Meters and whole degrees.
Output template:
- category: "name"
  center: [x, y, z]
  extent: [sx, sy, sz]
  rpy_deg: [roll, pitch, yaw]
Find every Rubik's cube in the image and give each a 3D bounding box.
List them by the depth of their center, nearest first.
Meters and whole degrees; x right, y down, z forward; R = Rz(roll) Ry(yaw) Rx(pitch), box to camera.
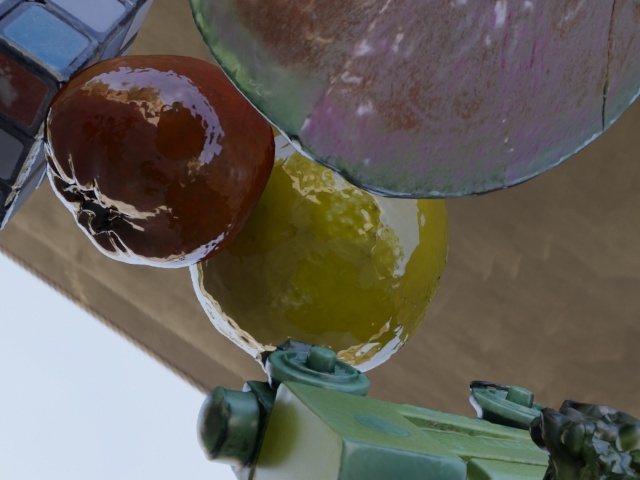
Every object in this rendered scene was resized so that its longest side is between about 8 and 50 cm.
- category: "Rubik's cube"
  center: [-0.498, -0.292, 1.196]
  extent: [0.358, 0.363, 0.362]
  rpy_deg: [33, -53, -8]

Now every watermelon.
- category: "watermelon"
  center: [0.077, -0.187, 0.488]
  extent: [0.222, 0.292, 0.319]
  rpy_deg: [29, -82, 36]

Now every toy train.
- category: "toy train"
  center: [0.103, 0.201, 0.648]
  extent: [0.253, 0.397, 0.160]
  rpy_deg: [20, -86, 67]

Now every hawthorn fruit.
- category: "hawthorn fruit"
  center: [-0.125, -0.087, 0.705]
  extent: [0.196, 0.225, 0.197]
  rpy_deg: [26, -41, 25]

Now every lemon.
- category: "lemon"
  center: [0.001, 0.000, 0.874]
  extent: [0.297, 0.297, 0.297]
  rpy_deg: [16, -57, 26]

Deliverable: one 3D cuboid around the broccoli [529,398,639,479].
- category: "broccoli"
  center: [0.080, 0.176, 0.432]
  extent: [0.274, 0.198, 0.177]
  rpy_deg: [-4, -102, 22]
